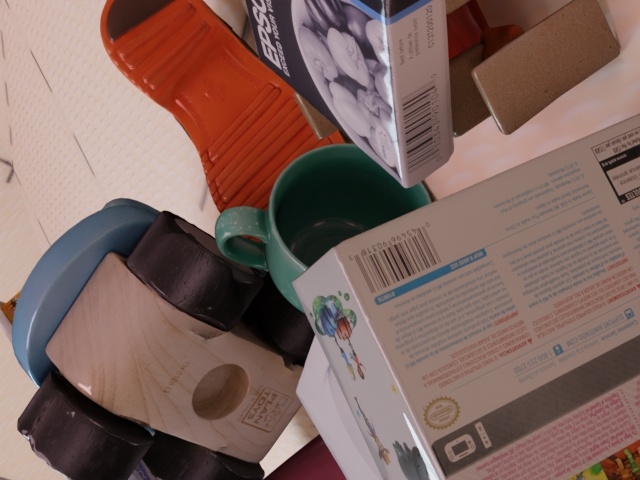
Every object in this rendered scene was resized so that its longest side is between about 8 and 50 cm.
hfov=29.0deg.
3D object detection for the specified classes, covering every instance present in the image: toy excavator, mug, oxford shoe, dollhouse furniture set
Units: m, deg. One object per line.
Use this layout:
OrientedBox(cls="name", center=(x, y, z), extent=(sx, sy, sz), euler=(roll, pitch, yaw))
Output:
OrientedBox(cls="toy excavator", center=(-0.151, 0.064, 1.249), extent=(0.433, 0.222, 0.445), euler=(30, -173, -45))
OrientedBox(cls="mug", center=(0.008, -0.005, 0.995), extent=(0.157, 0.129, 0.097), euler=(28, 152, 9))
OrientedBox(cls="oxford shoe", center=(-0.053, -0.098, 1.143), extent=(0.364, 0.130, 0.132), euler=(54, -170, 15))
OrientedBox(cls="dollhouse furniture set", center=(0.050, -0.191, 0.773), extent=(0.259, 0.135, 0.262), euler=(60, 162, -15))

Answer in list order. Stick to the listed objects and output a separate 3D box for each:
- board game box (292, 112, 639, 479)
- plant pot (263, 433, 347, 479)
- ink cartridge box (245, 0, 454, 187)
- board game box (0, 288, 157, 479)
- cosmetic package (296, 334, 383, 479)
OrientedBox(cls="board game box", center=(0.151, 0.109, 0.644), extent=(0.303, 0.224, 0.097), euler=(65, 159, 8))
OrientedBox(cls="plant pot", center=(0.028, 0.267, 1.188), extent=(0.201, 0.180, 0.201), euler=(53, 156, 35))
OrientedBox(cls="ink cartridge box", center=(-0.010, -0.160, 0.686), extent=(0.208, 0.045, 0.206), euler=(45, 160, 34))
OrientedBox(cls="board game box", center=(-0.160, 0.234, 1.372), extent=(0.390, 0.050, 0.390), euler=(51, -177, 18))
OrientedBox(cls="cosmetic package", center=(0.105, 0.140, 0.917), extent=(0.225, 0.138, 0.224), euler=(60, 159, 20))
